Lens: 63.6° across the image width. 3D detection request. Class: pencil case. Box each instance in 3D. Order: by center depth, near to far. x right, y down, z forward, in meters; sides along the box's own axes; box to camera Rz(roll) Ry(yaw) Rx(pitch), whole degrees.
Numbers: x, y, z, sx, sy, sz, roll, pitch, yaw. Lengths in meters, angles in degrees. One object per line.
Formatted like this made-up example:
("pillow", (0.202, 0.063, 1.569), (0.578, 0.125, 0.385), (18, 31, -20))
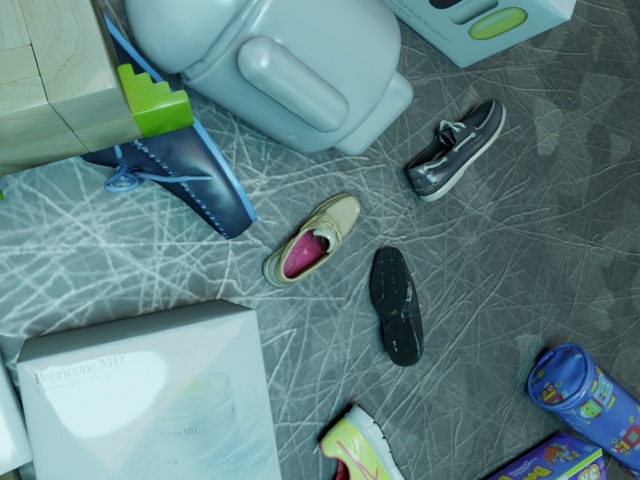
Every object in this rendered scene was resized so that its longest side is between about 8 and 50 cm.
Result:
("pencil case", (0.489, 0.296, 0.889), (0.306, 0.133, 0.119), (38, 102, -20))

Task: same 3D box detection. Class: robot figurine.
("robot figurine", (-0.054, -0.228, 0.559), (0.354, 0.300, 0.200), (27, 116, -37))

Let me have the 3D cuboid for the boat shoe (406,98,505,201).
("boat shoe", (0.206, -0.152, 0.781), (0.065, 0.075, 0.206), (46, 75, -22))

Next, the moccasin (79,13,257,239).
("moccasin", (-0.213, -0.122, 0.557), (0.117, 0.138, 0.342), (-43, 92, -14))

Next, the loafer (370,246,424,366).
("loafer", (0.114, 0.093, 0.749), (0.061, 0.062, 0.170), (4, 78, -65))

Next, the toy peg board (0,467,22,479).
("toy peg board", (-0.320, 0.318, 0.474), (0.161, 0.161, 0.079), (-44, 125, -21))

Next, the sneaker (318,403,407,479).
("sneaker", (0.064, 0.332, 0.707), (0.094, 0.081, 0.208), (-30, 96, -16))

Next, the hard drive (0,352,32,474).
("hard drive", (-0.440, 0.084, 0.459), (0.233, 0.047, 0.352), (-20, 94, -26))

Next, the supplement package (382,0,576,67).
("supplement package", (0.223, -0.382, 0.721), (0.194, 0.203, 0.149), (27, 77, -23))

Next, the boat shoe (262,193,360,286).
("boat shoe", (0.000, 0.000, 0.683), (0.170, 0.059, 0.063), (-46, 108, -20))

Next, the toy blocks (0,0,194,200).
("toy blocks", (-0.331, -0.177, 0.415), (0.382, 0.191, 0.260), (-18, 81, -10))

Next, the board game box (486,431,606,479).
("board game box", (0.317, 0.493, 0.817), (0.347, 0.078, 0.233), (-17, 99, -25))

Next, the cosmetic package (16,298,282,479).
("cosmetic package", (-0.176, 0.196, 0.551), (0.224, 0.138, 0.224), (-10, 92, -26))
